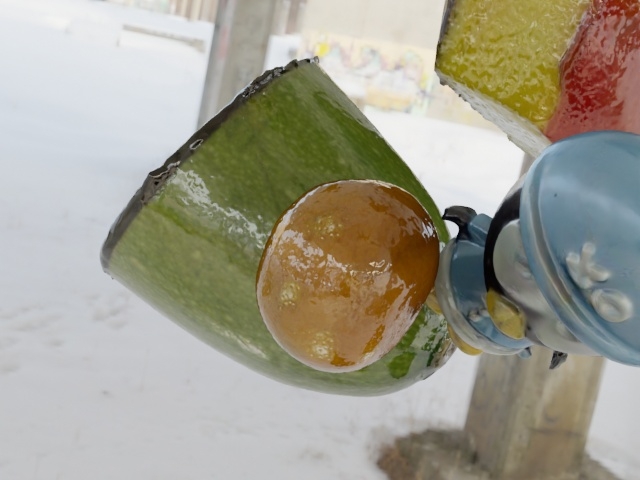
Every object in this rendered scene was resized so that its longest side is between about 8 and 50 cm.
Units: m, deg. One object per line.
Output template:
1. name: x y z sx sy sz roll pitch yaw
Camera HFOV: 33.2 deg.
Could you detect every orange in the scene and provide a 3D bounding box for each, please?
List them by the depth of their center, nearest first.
1. orange: 0.019 0.024 0.827 0.124 0.156 0.156 33 15 14

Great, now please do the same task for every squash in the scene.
1. squash: -0.006 0.029 1.075 0.309 0.310 0.310 45 15 4

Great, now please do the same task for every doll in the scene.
1. doll: 0.189 0.020 0.800 0.141 0.177 0.314 -38 4 -31

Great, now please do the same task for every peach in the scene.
1. peach: 0.290 -0.235 1.170 0.242 0.306 0.380 29 -4 38
